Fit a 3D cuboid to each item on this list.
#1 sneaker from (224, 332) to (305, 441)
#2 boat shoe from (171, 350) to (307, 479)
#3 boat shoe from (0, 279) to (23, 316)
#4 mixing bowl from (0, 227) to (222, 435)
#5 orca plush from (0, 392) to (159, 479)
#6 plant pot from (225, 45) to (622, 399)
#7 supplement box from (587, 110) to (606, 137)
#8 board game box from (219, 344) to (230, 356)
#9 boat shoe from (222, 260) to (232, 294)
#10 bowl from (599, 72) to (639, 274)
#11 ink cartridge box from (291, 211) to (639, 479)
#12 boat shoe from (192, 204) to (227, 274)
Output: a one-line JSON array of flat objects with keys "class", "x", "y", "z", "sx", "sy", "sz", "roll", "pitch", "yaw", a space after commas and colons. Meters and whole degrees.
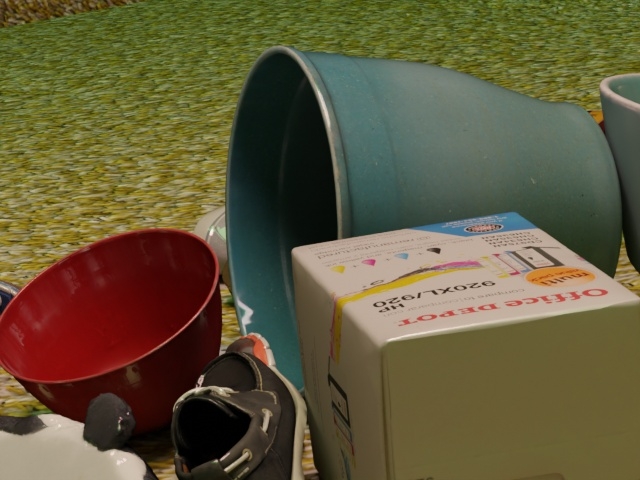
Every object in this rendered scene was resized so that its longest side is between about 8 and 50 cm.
[{"class": "sneaker", "x": -0.061, "y": 0.114, "z": 1.452, "sx": 0.064, "sy": 0.061, "sz": 0.158, "roll": -16, "pitch": 17, "yaw": -12}, {"class": "boat shoe", "x": -0.060, "y": 0.125, "z": 1.303, "sx": 0.084, "sy": 0.079, "sz": 0.233, "roll": -37, "pitch": 20, "yaw": 10}, {"class": "boat shoe", "x": -0.326, "y": 0.052, "z": 1.743, "sx": 0.183, "sy": 0.066, "sz": 0.066, "roll": 2, "pitch": 16, "yaw": 26}, {"class": "mixing bowl", "x": -0.146, "y": 0.083, "z": 1.468, "sx": 0.181, "sy": 0.098, "sz": 0.181, "roll": -15, "pitch": 32, "yaw": 10}, {"class": "orca plush", "x": -0.167, "y": 0.185, "z": 1.253, "sx": 0.287, "sy": 0.102, "sz": 0.151, "roll": -5, "pitch": 57, "yaw": 41}, {"class": "plant pot", "x": 0.085, "y": -0.017, "z": 1.524, "sx": 0.255, "sy": 0.272, "sz": 0.271, "roll": -2, "pitch": 14, "yaw": -20}, {"class": "supplement box", "x": 0.154, "y": -0.037, "z": 1.770, "sx": 0.194, "sy": 0.129, "sz": 0.191, "roll": 2, "pitch": 17, "yaw": 25}, {"class": "board game box", "x": -0.111, "y": 0.107, "z": 1.558, "sx": 0.090, "sy": 0.020, "sz": 0.090, "roll": 0, "pitch": 16, "yaw": 19}, {"class": "boat shoe", "x": 0.000, "y": -0.001, "z": 1.806, "sx": 0.080, "sy": 0.073, "sz": 0.223, "roll": 18, "pitch": 47, "yaw": 36}, {"class": "bowl", "x": 0.363, "y": -0.023, "z": 1.527, "sx": 0.311, "sy": 0.163, "sz": 0.311, "roll": 7, "pitch": 13, "yaw": -2}, {"class": "ink cartridge box", "x": 0.093, "y": 0.097, "z": 1.248, "sx": 0.171, "sy": 0.168, "sz": 0.233, "roll": -9, "pitch": 16, "yaw": -12}, {"class": "boat shoe", "x": -0.037, "y": -0.019, "z": 1.893, "sx": 0.081, "sy": 0.079, "sz": 0.227, "roll": 11, "pitch": 28, "yaw": 27}]
